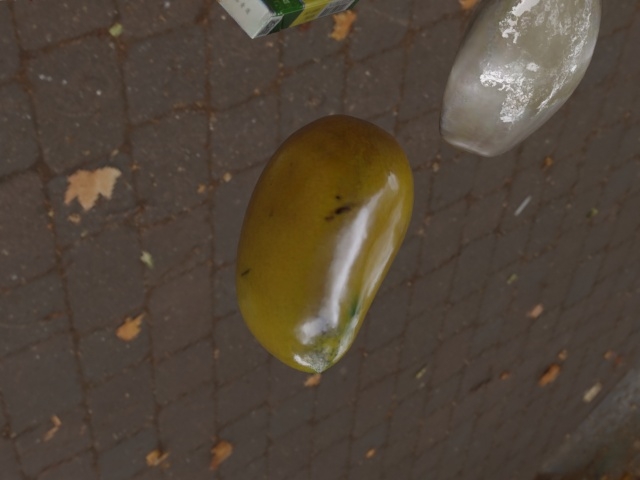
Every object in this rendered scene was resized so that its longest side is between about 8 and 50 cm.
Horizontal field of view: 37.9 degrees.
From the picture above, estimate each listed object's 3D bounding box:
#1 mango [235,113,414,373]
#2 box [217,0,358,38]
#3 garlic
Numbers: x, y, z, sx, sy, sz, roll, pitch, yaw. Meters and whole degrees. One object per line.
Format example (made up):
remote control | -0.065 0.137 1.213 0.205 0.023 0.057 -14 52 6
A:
mango | 0.000 0.000 1.112 0.173 0.211 0.317 35 64 -43
box | -0.047 -0.261 0.872 0.034 0.132 0.235 -42 180 30
garlic | 0.174 -0.154 0.857 0.143 0.112 0.318 -56 178 -18
